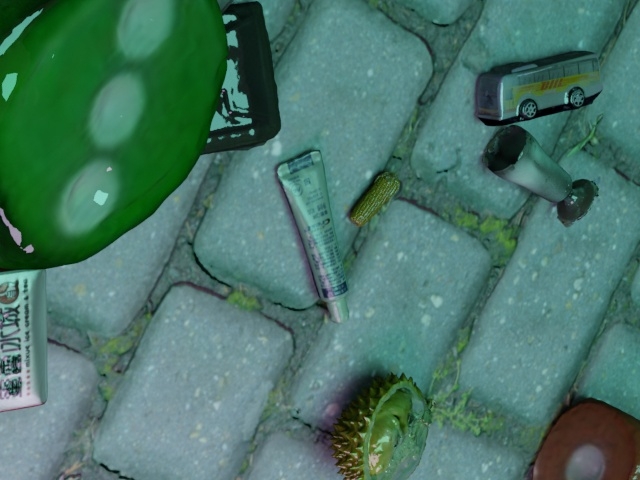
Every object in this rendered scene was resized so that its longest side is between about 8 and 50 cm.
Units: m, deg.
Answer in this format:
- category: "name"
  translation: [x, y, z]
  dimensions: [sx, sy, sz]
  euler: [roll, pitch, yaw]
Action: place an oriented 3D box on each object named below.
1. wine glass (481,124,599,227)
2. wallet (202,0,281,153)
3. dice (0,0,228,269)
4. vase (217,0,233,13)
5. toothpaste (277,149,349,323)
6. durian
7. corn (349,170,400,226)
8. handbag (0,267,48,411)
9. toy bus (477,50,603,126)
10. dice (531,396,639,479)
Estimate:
- category: "wine glass"
  translation: [0.280, -0.081, 2.193]
  dimensions: [0.155, 0.072, 0.072]
  euler: [32, 86, -36]
- category: "wallet"
  translation: [-0.161, -0.166, 1.890]
  dimensions: [0.245, 0.052, 0.168]
  euler: [-12, 106, -28]
- category: "dice"
  translation: [-0.280, -0.175, 1.613]
  dimensions: [0.297, 0.287, 0.300]
  euler: [-43, 143, -24]
- category: "vase"
  translation: [-0.135, -0.255, 1.837]
  dimensions: [0.086, 0.086, 0.214]
  euler: [40, 73, -35]
- category: "toothpaste"
  translation: [0.000, 0.000, 2.053]
  dimensions: [0.062, 0.037, 0.216]
  euler: [-25, 113, -25]
- category: "durian"
  translation: [0.080, 0.229, 2.148]
  dimensions: [0.208, 0.102, 0.146]
  euler: [-29, 124, -50]
- category: "corn"
  translation: [0.067, -0.052, 2.085]
  dimensions: [0.083, 0.027, 0.028]
  euler: [-49, 145, -11]
- category: "handbag"
  translation: [-0.429, 0.094, 1.730]
  dimensions: [0.298, 0.151, 0.171]
  euler: [-9, 115, -27]
- category: "toy bus"
  translation: [0.274, -0.192, 2.163]
  dimensions: [0.172, 0.057, 0.072]
  euler: [-16, 107, -30]
- category: "dice"
  translation: [0.410, 0.326, 2.337]
  dimensions: [0.179, 0.175, 0.174]
  euler: [26, 88, -35]
